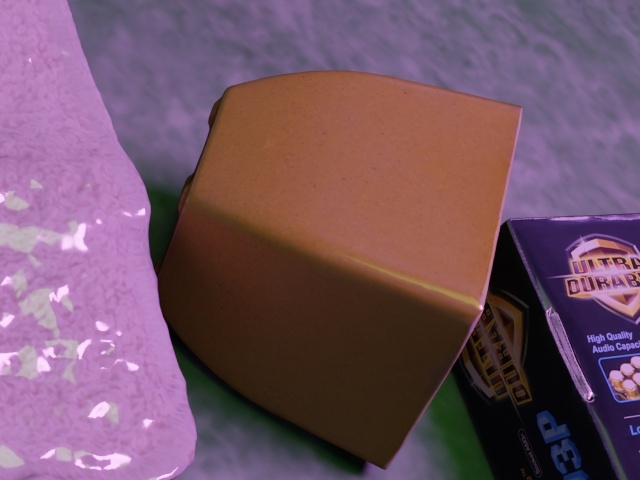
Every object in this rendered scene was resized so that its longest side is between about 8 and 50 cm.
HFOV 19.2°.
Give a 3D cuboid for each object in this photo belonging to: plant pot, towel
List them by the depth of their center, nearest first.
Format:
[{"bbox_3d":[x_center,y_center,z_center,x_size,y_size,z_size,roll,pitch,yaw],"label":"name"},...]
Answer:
[{"bbox_3d":[-0.147,-0.032,0.482,0.187,0.049,0.282,-5,61,-36],"label":"towel"},{"bbox_3d":[0.000,0.000,0.534,0.083,0.081,0.081,20,49,-5],"label":"plant pot"}]

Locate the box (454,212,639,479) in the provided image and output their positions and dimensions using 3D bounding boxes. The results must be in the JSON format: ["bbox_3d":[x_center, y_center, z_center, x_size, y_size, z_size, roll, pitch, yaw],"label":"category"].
[{"bbox_3d":[0.161,0.074,0.600,0.220,0.051,0.175,-3,60,-34],"label":"box"}]
